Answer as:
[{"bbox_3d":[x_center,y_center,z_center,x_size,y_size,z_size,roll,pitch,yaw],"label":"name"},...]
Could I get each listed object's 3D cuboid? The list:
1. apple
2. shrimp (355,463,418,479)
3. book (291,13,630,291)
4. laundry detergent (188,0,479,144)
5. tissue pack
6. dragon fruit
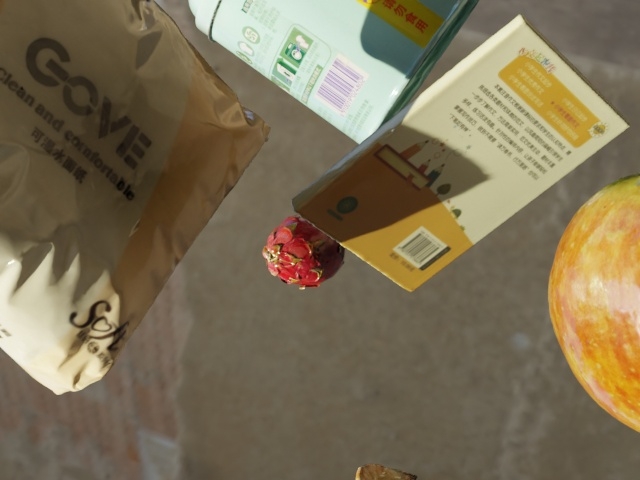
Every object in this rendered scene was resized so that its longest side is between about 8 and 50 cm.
[{"bbox_3d":[0.366,0.056,1.367,0.277,0.309,0.250,-2,-90,-39],"label":"apple"},{"bbox_3d":[0.077,0.270,1.556,0.114,0.023,0.083,13,-129,-52],"label":"shrimp"},{"bbox_3d":[0.143,-0.077,1.513,0.295,0.020,0.208,-38,-46,18],"label":"book"},{"bbox_3d":[0.015,-0.308,1.800,0.287,0.305,0.287,-54,-2,-3],"label":"laundry detergent"},{"bbox_3d":[-0.256,-0.093,1.374,0.375,0.195,0.390,47,-122,-35],"label":"tissue pack"},{"bbox_3d":[0.000,0.000,1.864,0.190,0.094,0.094,-33,-45,-57],"label":"dragon fruit"}]
